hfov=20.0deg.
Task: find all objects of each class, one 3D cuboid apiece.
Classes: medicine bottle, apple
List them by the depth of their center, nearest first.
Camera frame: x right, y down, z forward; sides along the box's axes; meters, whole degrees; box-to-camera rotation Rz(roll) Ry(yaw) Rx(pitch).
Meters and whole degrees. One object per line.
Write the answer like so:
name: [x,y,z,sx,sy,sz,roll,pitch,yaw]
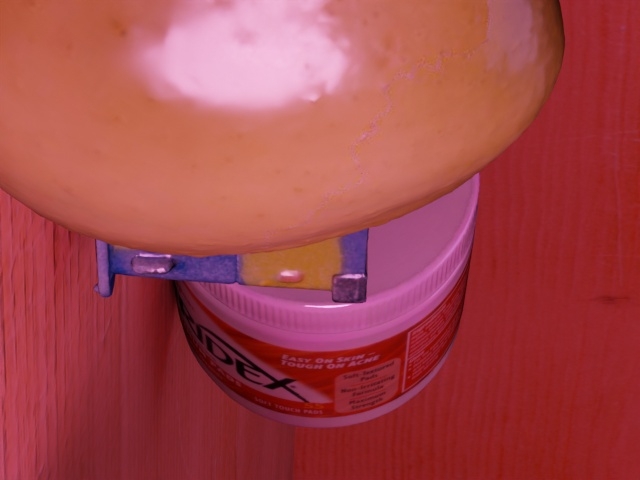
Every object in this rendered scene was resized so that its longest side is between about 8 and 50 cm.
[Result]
apple: [-0.035,-0.126,0.732,0.279,0.279,0.279,5,90,-87]
medicine bottle: [0.000,0.000,1.504,0.241,0.253,0.252,90,5,-60]

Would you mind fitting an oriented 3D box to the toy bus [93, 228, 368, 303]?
toy bus: [-0.042,-0.122,0.998,0.152,0.190,0.312,-91,-177,-50]
